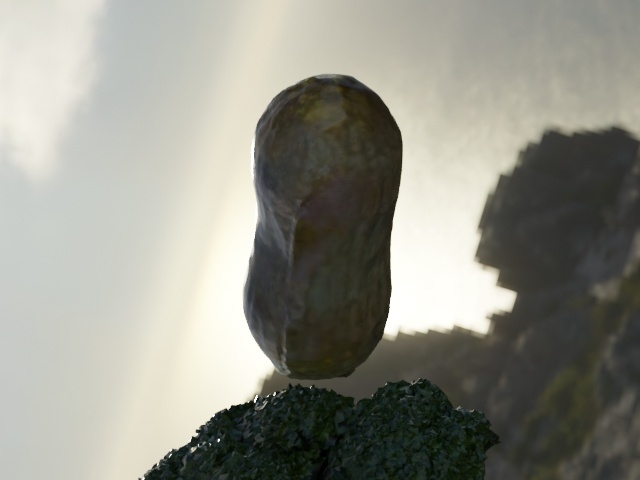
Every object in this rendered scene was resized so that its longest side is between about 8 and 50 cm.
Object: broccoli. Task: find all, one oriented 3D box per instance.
[{"bbox_3d":[-0.023,0.274,1.475,0.310,0.321,0.413,8,-69,-50],"label":"broccoli"}]

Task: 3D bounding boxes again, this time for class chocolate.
[{"bbox_3d":[0.000,0.000,1.533,0.134,0.134,0.309,-78,-5,-49],"label":"chocolate"}]
